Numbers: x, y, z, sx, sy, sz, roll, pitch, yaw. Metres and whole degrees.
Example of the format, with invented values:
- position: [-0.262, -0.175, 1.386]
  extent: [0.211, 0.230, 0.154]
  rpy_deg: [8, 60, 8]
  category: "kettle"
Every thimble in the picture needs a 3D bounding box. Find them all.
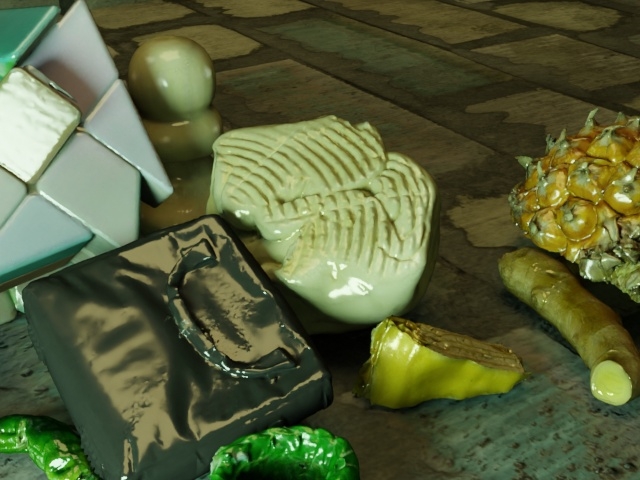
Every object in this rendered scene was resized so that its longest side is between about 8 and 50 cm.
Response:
- position: [-0.031, 0.221, 0.747]
  extent: [0.130, 0.090, 0.118]
  rpy_deg: [2, 29, 8]
  category: "thimble"

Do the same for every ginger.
- position: [0.293, 0.091, 1.012]
  extent: [0.118, 0.065, 0.299]
  rpy_deg: [2, 27, -10]
  category: "ginger"

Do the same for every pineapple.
- position: [0.404, -0.059, 1.066]
  extent: [0.344, 0.209, 0.286]
  rpy_deg: [13, 16, 12]
  category: "pineapple"

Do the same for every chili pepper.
- position: [-0.287, 0.197, 0.850]
  extent: [0.182, 0.050, 0.073]
  rpy_deg: [8, 35, 22]
  category: "chili pepper"

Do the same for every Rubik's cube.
- position: [-0.387, -0.083, 1.064]
  extent: [0.387, 0.368, 0.358]
  rpy_deg: [-60, 14, -23]
  category: "Rubik's cube"

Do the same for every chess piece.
- position: [-0.196, -0.127, 1.206]
  extent: [0.167, 0.300, 0.167]
  rpy_deg: [-2, 28, 1]
  category: "chess piece"

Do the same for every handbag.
- position: [-0.143, 0.108, 0.878]
  extent: [0.244, 0.088, 0.275]
  rpy_deg: [-25, 52, -21]
  category: "handbag"

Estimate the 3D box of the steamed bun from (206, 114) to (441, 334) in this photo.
- position: [0.000, -0.003, 1.069]
  extent: [0.289, 0.203, 0.276]
  rpy_deg: [5, 53, 14]
  category: "steamed bun"

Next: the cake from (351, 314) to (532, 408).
- position: [0.126, 0.151, 0.936]
  extent: [0.185, 0.116, 0.080]
  rpy_deg: [20, 19, -34]
  category: "cake"
